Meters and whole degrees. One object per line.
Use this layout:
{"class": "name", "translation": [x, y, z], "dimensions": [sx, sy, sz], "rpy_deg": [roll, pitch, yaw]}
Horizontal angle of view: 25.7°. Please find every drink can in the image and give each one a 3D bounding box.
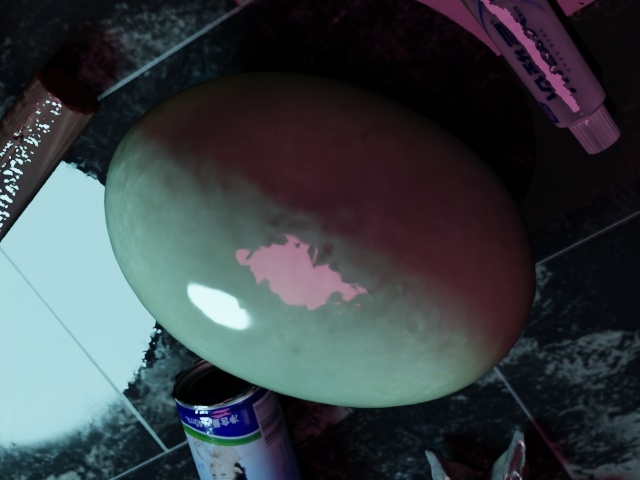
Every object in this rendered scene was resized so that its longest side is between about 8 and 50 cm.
{"class": "drink can", "translation": [-0.066, 0.227, 1.337], "dimensions": [0.097, 0.097, 0.235], "rpy_deg": [-9, 116, 13]}

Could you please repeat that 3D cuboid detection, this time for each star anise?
{"class": "star anise", "translation": [0.160, 0.267, 1.340], "dimensions": [0.208, 0.063, 0.171], "rpy_deg": [-11, 113, 14]}

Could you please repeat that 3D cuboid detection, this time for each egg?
{"class": "egg", "translation": [0.000, 0.000, 1.118], "dimensions": [0.352, 0.258, 0.258], "rpy_deg": [18, 118, 2]}

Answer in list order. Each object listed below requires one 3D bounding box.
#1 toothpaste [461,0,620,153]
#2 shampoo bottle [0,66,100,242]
{"class": "toothpaste", "translation": [0.145, -0.193, 1.117], "dimensions": [0.075, 0.048, 0.297], "rpy_deg": [-32, 105, 22]}
{"class": "shampoo bottle", "translation": [-0.285, -0.052, 1.245], "dimensions": [0.067, 0.068, 0.236], "rpy_deg": [33, 116, -19]}
